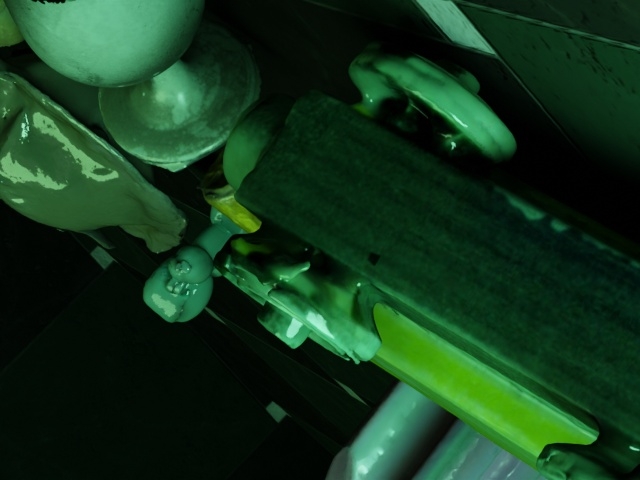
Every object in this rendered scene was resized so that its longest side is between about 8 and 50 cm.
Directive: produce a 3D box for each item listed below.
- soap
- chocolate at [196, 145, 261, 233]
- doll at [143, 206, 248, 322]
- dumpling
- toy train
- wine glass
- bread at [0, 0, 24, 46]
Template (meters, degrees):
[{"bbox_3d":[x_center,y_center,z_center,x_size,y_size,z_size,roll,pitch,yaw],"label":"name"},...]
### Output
[{"bbox_3d":[0.097,0.197,1.411,0.109,0.324,0.193,27,166,47],"label":"soap"},{"bbox_3d":[0.000,0.000,1.639,0.219,0.086,0.085,42,171,-27],"label":"chocolate"},{"bbox_3d":[-0.099,0.008,1.827,0.059,0.158,0.159,38,177,5],"label":"doll"},{"bbox_3d":[-0.224,-0.099,1.927,0.204,0.163,0.293,-14,133,36],"label":"dumpling"},{"bbox_3d":[0.139,0.058,1.073,0.442,0.179,0.272,32,175,36],"label":"toy train"},{"bbox_3d":[-0.124,-0.145,1.269,0.126,0.126,0.241,36,170,22],"label":"wine glass"},{"bbox_3d":[-0.423,-0.297,1.979,0.316,0.054,0.316,38,169,9],"label":"bread"}]
